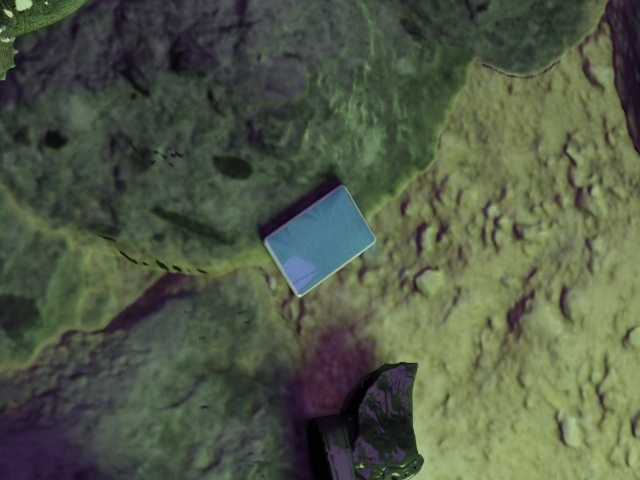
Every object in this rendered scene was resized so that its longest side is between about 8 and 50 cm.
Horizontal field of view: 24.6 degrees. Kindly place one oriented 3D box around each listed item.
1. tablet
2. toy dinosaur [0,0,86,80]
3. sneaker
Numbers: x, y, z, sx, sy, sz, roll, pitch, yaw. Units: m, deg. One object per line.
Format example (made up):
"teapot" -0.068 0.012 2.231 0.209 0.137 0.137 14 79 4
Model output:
"tablet" 0.000 0.000 1.125 0.083 0.006 0.054 -36 101 -24
"toy dinosaur" -0.212 -0.202 0.996 0.313 0.121 0.160 -45 117 -28
"sneaker" 0.043 0.181 1.104 0.089 0.051 0.170 -9 86 -22
